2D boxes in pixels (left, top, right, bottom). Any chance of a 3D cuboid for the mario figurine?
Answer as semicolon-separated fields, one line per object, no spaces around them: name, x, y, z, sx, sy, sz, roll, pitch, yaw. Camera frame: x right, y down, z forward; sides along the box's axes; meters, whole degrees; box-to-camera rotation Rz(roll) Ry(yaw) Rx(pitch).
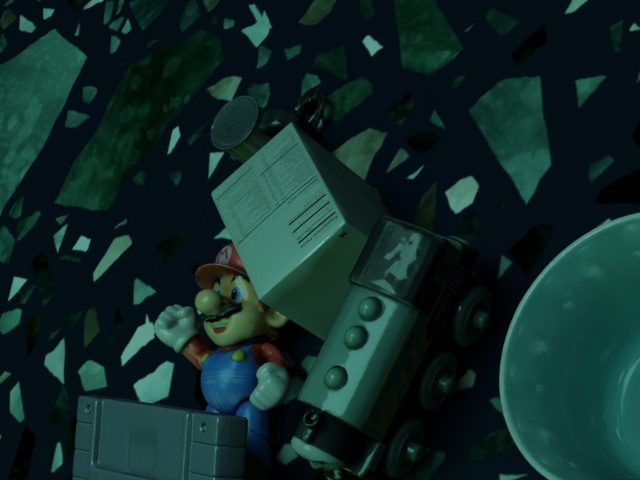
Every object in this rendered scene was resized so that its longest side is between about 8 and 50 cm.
mario figurine;-0.130;0.152;2.039;0.198;0.170;0.320;3;71;4

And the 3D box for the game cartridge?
game cartridge;-0.216;0.321;2.005;0.355;0.068;0.230;-1;80;54

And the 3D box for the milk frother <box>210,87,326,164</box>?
milk frother;-0.064;-0.165;2.210;0.129;0.135;0.143;-29;49;24

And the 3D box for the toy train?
toy train;0.077;0.130;1.851;0.142;0.190;0.334;23;81;34

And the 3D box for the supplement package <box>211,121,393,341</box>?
supplement package;0.000;0.000;2.008;0.149;0.194;0.203;-41;44;14

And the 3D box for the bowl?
bowl;0.358;0.141;1.632;0.311;0.163;0.311;-22;52;31
